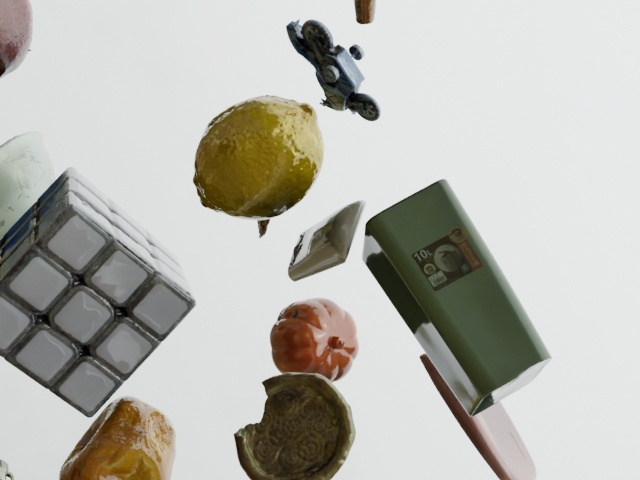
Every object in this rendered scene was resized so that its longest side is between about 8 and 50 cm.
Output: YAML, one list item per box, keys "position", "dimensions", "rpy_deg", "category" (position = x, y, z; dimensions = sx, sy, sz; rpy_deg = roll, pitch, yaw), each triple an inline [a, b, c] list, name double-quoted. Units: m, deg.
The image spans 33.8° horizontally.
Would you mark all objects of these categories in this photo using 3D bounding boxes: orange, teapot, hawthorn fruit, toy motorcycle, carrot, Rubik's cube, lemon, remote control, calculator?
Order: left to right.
- position: [-0.516, -0.315, 1.585]
  dimensions: [0.169, 0.169, 0.188]
  rpy_deg: [9, -82, 53]
  category: "hawthorn fruit"
- position: [-0.635, 0.468, 2.073]
  dimensions: [0.057, 0.067, 0.083]
  rpy_deg: [-60, -156, 25]
  category: "teapot"
- position: [-0.450, 0.089, 1.969]
  dimensions: [0.304, 0.301, 0.305]
  rpy_deg: [43, 4, -23]
  category: "Rubik's cube"
- position: [-0.371, 0.422, 1.987]
  dimensions: [0.183, 0.249, 0.249]
  rpy_deg: [40, -30, -10]
  category: "orange"
- position: [-0.106, -0.140, 1.810]
  dimensions: [0.204, 0.260, 0.204]
  rpy_deg: [49, 14, -16]
  category: "lemon"
- position: [0.000, 0.000, 1.915]
  dimensions: [0.055, 0.109, 0.313]
  rpy_deg: [23, -17, -15]
  category: "remote control"
- position: [0.024, -0.341, 2.138]
  dimensions: [0.136, 0.092, 0.254]
  rpy_deg: [-4, -53, 55]
  category: "toy motorcycle"
- position: [0.078, -0.445, 1.837]
  dimensions: [0.055, 0.055, 0.161]
  rpy_deg: [45, -20, 27]
  category: "carrot"
- position: [0.325, 0.353, 2.082]
  dimensions: [0.048, 0.220, 0.329]
  rpy_deg: [-38, -110, 18]
  category: "calculator"

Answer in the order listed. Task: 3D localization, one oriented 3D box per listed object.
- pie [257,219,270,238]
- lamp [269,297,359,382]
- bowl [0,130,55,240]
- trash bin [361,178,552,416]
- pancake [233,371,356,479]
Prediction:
- position: [-0.110, -0.077, 2.089]
  dimensions: [0.088, 0.033, 0.191]
  rpy_deg: [-110, -156, -54]
  category: "pie"
- position: [-0.007, 0.210, 2.181]
  dimensions: [0.164, 0.188, 0.187]
  rpy_deg: [-7, -72, 51]
  category: "lamp"
- position: [-0.702, -0.088, 2.433]
  dimensions: [0.146, 0.313, 0.313]
  rpy_deg: [42, -34, 3]
  category: "bowl"
- position: [0.228, 0.099, 1.759]
  dimensions: [0.343, 0.158, 0.223]
  rpy_deg: [57, -11, 18]
  category: "trash bin"
- position: [-0.046, 0.353, 1.930]
  dimensions: [0.212, 0.235, 0.029]
  rpy_deg: [20, -13, 12]
  category: "pancake"
